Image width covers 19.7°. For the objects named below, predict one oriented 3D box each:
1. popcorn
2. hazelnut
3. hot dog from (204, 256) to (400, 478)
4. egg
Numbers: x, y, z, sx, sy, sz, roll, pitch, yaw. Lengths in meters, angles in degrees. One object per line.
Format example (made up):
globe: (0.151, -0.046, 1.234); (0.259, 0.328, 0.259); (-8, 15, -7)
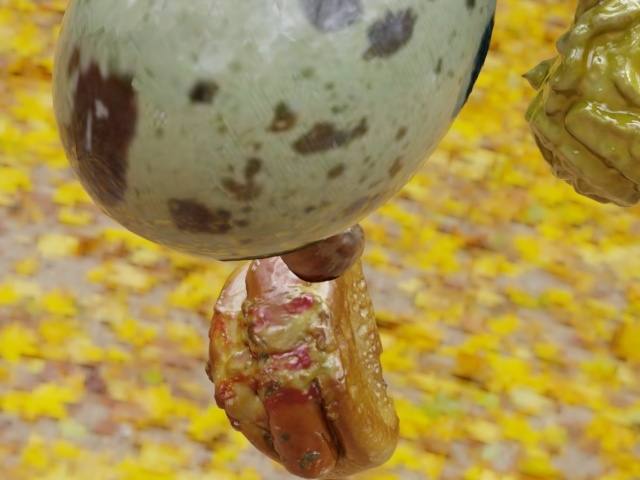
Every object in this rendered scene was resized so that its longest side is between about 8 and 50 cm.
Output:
popcorn: (0.294, -0.153, 1.684); (0.225, 0.249, 0.249); (35, 18, -11)
hazelnut: (0.000, 0.000, 1.689); (0.086, 0.086, 0.086); (12, 20, -4)
hot dog: (-0.023, 0.115, 1.824); (0.150, 0.256, 0.153); (-15, -4, 35)
egg: (-0.026, -0.150, 1.379); (0.379, 0.287, 0.287); (-35, 40, -16)
